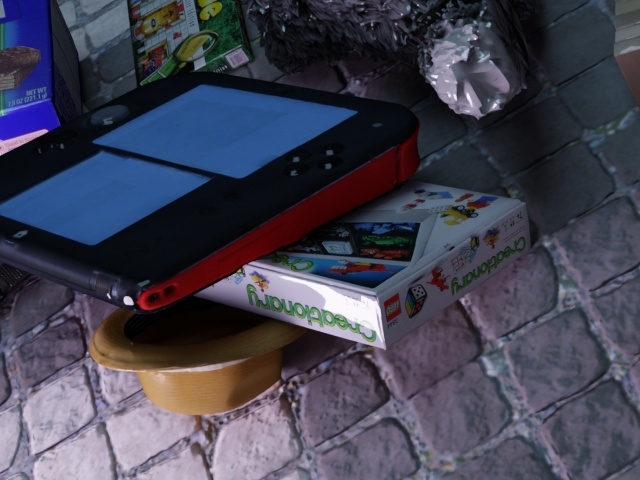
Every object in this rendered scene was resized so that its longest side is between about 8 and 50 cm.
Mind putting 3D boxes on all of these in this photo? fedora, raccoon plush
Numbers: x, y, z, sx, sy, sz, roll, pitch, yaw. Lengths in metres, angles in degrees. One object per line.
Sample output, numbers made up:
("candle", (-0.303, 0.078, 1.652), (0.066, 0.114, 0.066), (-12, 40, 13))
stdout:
("fedora", (-0.096, 0.094, 1.283), (0.194, 0.079, 0.194), (-8, 22, 3))
("raccoon plush", (0.019, -0.217, 1.379), (0.299, 0.216, 0.446), (-24, 18, 20))

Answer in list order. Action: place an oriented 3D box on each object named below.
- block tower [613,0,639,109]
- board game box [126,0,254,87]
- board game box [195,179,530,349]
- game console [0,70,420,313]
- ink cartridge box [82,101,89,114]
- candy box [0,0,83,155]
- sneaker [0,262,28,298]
("block tower", (0.320, -0.258, 1.365), (0.091, 0.097, 0.335), (-13, 45, 24))
("board game box", (-0.156, -0.257, 1.745), (0.136, 0.030, 0.260), (-25, 40, 8))
("board game box", (0.000, 0.000, 1.296), (0.305, 0.053, 0.193), (13, 33, 42))
("game console", (-0.137, -0.060, 1.348), (0.342, 0.060, 0.386), (-27, 27, -35))
("ink cartridge box", (-0.426, -0.041, 1.699), (0.385, 0.091, 0.308), (-24, 37, -14))
("candy box", (-0.403, -0.148, 1.654), (0.268, 0.122, 0.317), (-16, 34, -1))
("sneaker", (-0.361, 0.073, 1.533), (0.178, 0.072, 0.077), (-38, 50, 8))
